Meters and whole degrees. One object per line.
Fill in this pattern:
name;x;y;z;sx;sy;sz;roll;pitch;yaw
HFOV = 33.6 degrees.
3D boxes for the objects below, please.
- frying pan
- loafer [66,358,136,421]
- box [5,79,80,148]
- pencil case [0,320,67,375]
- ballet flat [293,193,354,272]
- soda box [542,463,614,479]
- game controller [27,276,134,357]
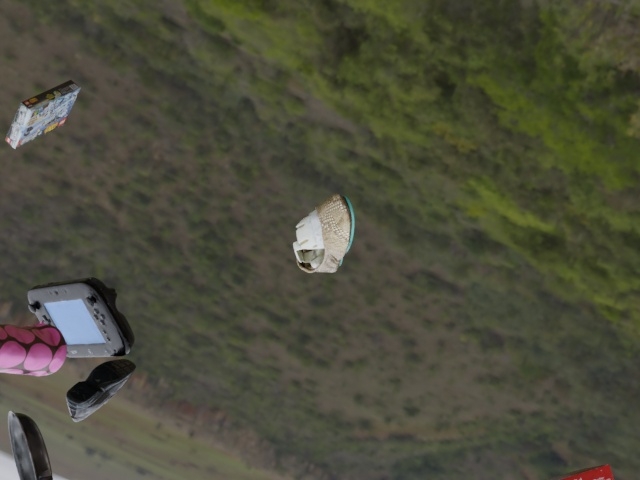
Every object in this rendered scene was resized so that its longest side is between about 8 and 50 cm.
frying pan;-0.513;0.398;1.911;0.053;0.197;0.326;-13;177;-27
loafer;-0.425;0.286;2.052;0.062;0.170;0.061;29;128;26
box;-0.490;-0.224;1.875;0.027;0.137;0.094;40;126;6
pencil case;-0.517;0.165;1.711;0.095;0.098;0.209;-29;154;26
ballet flat;0.000;0.000;1.369;0.067;0.073;0.206;-11;159;-9
soda box;0.374;0.455;1.792;0.263;0.092;0.083;-10;166;-20
game controller;-0.478;0.156;2.104;0.319;0.067;0.167;-9;104;52
